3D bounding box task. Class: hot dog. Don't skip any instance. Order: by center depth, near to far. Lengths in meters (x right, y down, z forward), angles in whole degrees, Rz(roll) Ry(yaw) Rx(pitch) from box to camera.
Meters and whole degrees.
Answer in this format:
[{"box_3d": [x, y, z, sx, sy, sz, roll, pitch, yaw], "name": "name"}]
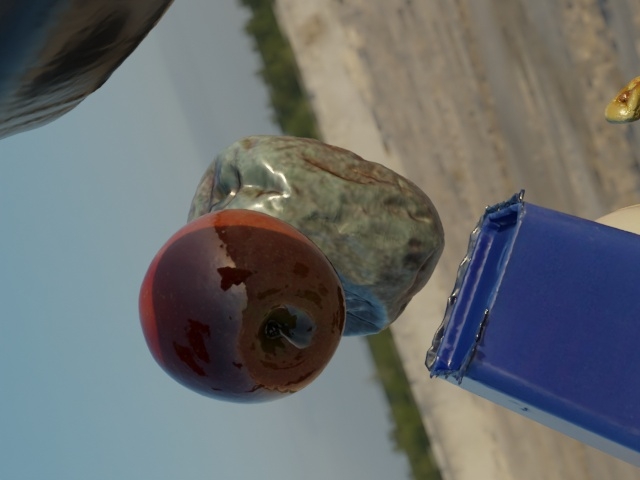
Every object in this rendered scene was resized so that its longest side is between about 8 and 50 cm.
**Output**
[{"box_3d": [0.287, -0.129, 1.656, 0.030, 0.090, 0.034, 2, 107, 47], "name": "hot dog"}]

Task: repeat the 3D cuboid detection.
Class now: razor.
[{"box_3d": [-0.183, -0.195, 1.369, 0.113, 0.349, 0.204, 53, -139, 7], "name": "razor"}]

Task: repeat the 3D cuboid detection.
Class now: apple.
[{"box_3d": [-0.073, 0.063, 1.706, 0.168, 0.181, 0.181, 38, 152, 56], "name": "apple"}]

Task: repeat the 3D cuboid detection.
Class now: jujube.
[{"box_3d": [0.002, -0.009, 2.276, 0.246, 0.308, 0.215, -42, 33, 47], "name": "jujube"}]

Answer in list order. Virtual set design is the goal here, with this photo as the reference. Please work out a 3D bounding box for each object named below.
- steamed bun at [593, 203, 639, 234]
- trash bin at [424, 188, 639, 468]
[{"box_3d": [0.381, 0.087, 2.152, 0.309, 0.309, 0.309, -19, -90, -89], "name": "steamed bun"}, {"box_3d": [0.194, 0.078, 1.134, 0.162, 0.235, 0.184, 151, 139, -81], "name": "trash bin"}]
